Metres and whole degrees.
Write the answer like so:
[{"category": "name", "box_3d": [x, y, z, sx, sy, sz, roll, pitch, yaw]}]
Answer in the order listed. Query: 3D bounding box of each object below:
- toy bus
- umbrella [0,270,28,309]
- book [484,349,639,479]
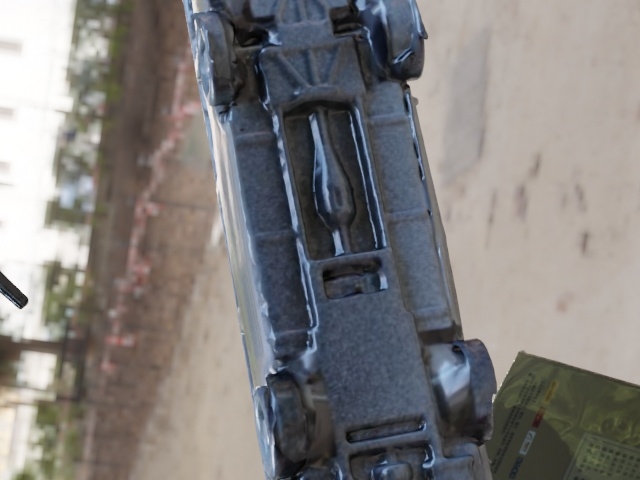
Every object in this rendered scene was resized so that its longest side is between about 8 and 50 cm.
[{"category": "toy bus", "box_3d": [0.000, 0.000, 0.764, 0.138, 0.097, 0.343, 133, 127, -75]}, {"category": "umbrella", "box_3d": [-0.209, -0.066, 0.634, 0.044, 0.269, 0.044, -54, 9, -36]}, {"category": "book", "box_3d": [0.170, 0.142, 0.924, 0.138, 0.198, 0.016, -61, -32, -22]}]
